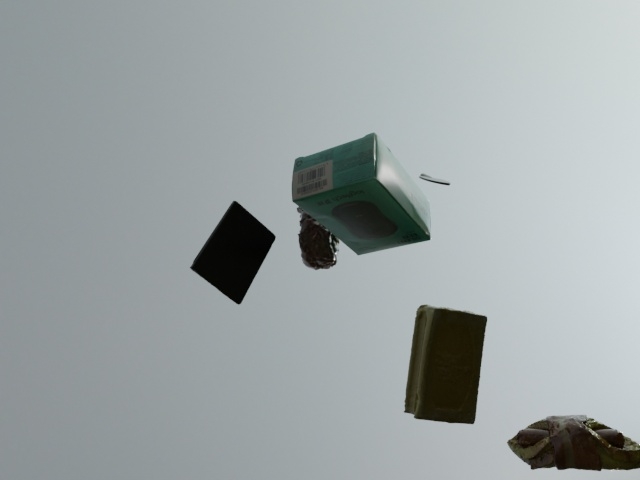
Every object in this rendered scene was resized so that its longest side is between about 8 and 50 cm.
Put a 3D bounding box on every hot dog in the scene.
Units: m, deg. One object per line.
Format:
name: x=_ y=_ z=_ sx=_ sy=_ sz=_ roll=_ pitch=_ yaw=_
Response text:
hot dog: x=0.521 y=0.411 z=1.029 sx=0.123 sy=0.262 sz=0.093 roll=-44 pitch=-57 yaw=-68

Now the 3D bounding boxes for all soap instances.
soap: x=0.357 y=0.348 z=1.412 sx=0.199 sy=0.091 sz=0.314 roll=12 pitch=-95 yaw=-16

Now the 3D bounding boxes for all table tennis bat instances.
table tennis bat: x=0.331 y=-0.182 z=1.485 sx=0.087 sy=0.156 sz=0.013 roll=7 pitch=-75 yaw=-11

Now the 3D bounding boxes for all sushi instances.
sushi: x=0.000 y=0.014 z=1.329 sx=0.108 sy=0.161 sz=0.241 roll=-4 pitch=-37 yaw=5

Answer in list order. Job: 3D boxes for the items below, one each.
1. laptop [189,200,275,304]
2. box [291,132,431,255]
laptop: x=-0.181 y=0.024 z=1.070 sx=0.135 sy=0.016 sz=0.197 roll=43 pitch=-128 yaw=-23
box: x=0.102 y=-0.088 z=1.121 sx=0.311 sy=0.205 sz=0.118 roll=38 pitch=-131 yaw=-49
